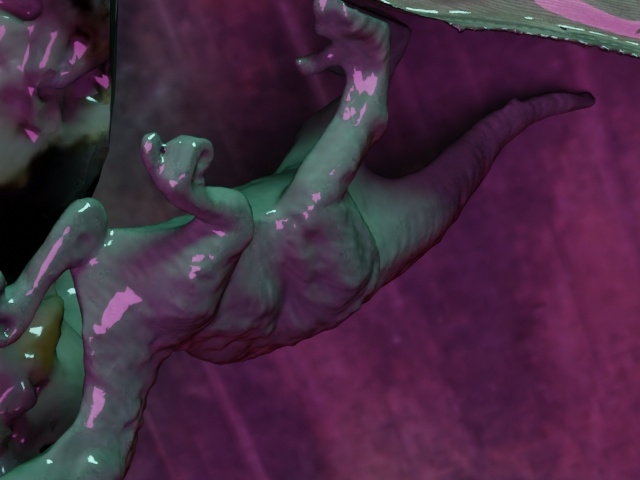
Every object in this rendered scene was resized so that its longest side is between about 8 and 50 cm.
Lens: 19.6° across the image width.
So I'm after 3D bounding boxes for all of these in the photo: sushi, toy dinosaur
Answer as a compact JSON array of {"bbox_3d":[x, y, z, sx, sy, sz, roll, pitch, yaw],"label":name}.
[{"bbox_3d":[-0.122,-0.015,0.586,0.130,0.124,0.332,10,108,-3],"label":"sushi"},{"bbox_3d":[0.000,0.000,0.580,0.242,0.053,0.167,-10,117,-48],"label":"toy dinosaur"}]

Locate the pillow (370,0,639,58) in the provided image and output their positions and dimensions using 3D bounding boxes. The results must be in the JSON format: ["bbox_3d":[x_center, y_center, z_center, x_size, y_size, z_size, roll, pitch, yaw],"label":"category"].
[{"bbox_3d":[0.108,-0.101,0.584,0.233,0.038,0.130,13,63,-6],"label":"pillow"}]
